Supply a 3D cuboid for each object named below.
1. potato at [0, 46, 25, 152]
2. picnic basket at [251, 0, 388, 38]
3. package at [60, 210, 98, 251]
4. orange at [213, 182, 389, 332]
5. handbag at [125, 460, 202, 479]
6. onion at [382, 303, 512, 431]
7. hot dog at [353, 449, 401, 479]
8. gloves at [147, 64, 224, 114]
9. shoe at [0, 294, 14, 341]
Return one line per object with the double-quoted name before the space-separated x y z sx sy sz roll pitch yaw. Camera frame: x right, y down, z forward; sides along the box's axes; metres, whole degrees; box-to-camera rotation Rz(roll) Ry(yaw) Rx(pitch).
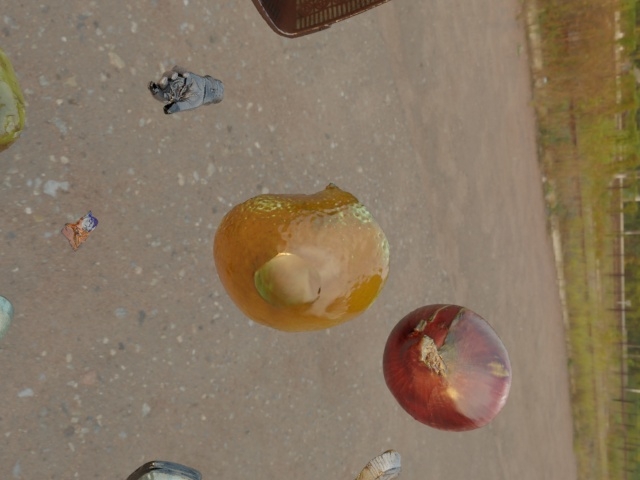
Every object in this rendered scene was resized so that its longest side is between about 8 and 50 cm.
"potato" -0.752 -0.318 1.071 0.246 0.196 0.300 -32 122 -37
"picnic basket" 0.003 -0.541 0.976 0.222 0.296 0.129 52 32 -49
"package" -0.646 -0.032 1.373 0.111 0.033 0.077 -57 164 -35
"orange" -0.040 0.051 0.943 0.196 0.334 0.263 -85 176 -55
"handbag" -0.526 0.778 1.584 0.191 0.332 0.075 31 31 -30
"onion" 0.227 0.236 0.956 0.161 0.248 0.248 -6 95 -48
"hot dog" 0.136 0.639 1.354 0.131 0.069 0.253 1 129 -36
"gloves" -0.385 -0.427 1.461 0.285 0.119 0.142 -20 106 -67
"shoe" -0.649 0.186 0.941 0.103 0.251 0.100 30 36 -16
